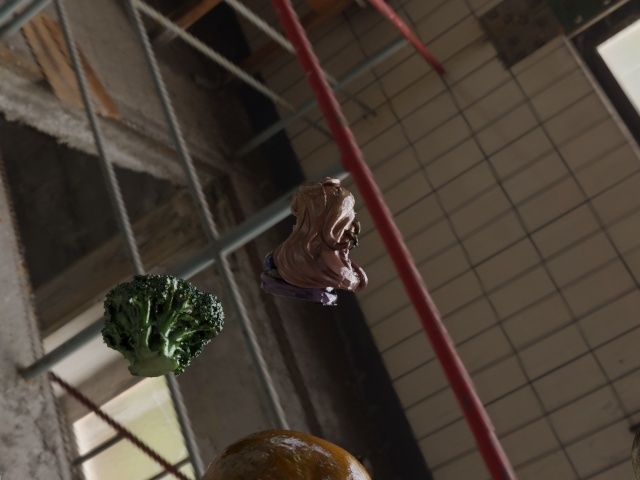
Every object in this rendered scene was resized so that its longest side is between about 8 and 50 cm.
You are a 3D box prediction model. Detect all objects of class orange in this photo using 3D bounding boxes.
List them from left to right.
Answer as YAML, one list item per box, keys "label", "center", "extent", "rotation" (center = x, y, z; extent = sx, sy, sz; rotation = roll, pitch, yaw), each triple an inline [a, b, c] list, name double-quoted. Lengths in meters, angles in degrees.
- label: "orange"
  center: [-0.039, 0.341, 1.031]
  extent: [0.171, 0.240, 0.240]
  rotation: [104, -29, -53]

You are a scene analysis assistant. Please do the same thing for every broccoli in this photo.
- label: "broccoli"
  center: [-0.239, 0.123, 1.270]
  extent: [0.195, 0.195, 0.156]
  rotation: [47, 20, -28]

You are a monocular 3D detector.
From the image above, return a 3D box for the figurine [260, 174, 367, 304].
- label: "figurine"
  center: [0.002, 0.007, 0.978]
  extent: [0.126, 0.157, 0.114]
  rotation: [14, 20, -24]

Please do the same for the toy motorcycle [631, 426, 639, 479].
- label: "toy motorcycle"
  center: [0.445, 0.233, 0.766]
  extent: [0.410, 0.237, 0.169]
  rotation: [33, 66, -35]
